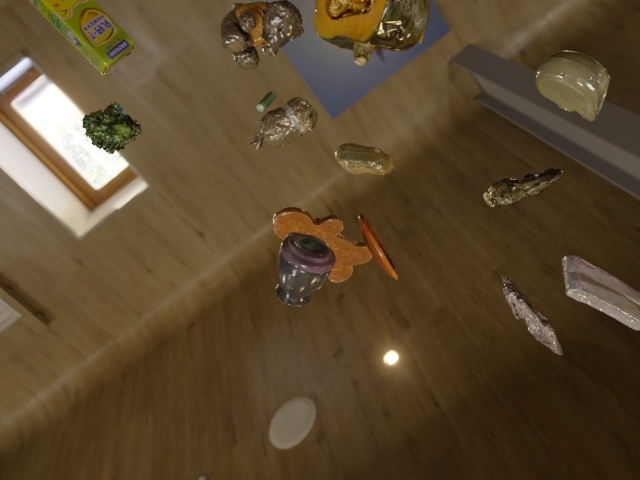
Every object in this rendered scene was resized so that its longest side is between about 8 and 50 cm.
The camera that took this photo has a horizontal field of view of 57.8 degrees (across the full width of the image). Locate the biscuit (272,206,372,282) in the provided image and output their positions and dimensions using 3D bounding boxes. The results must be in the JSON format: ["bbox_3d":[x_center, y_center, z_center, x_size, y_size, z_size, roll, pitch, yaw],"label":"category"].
[{"bbox_3d":[-0.001,-0.001,1.668,0.205,0.324,0.049,-42,-147,32],"label":"biscuit"}]

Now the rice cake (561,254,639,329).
[{"bbox_3d":[0.721,0.133,1.471,0.050,0.298,0.106,-36,-143,48],"label":"rice cake"}]

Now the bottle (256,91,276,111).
[{"bbox_3d":[-0.161,-0.411,1.720,0.030,0.030,0.083,-19,-153,37],"label":"bottle"}]

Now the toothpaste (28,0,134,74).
[{"bbox_3d":[-0.662,-0.610,1.557,0.110,0.327,0.077,-52,-163,-27],"label":"toothpaste"}]

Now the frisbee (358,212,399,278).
[{"bbox_3d":[0.139,0.018,1.466,0.035,0.192,0.192,-31,-155,8],"label":"frisbee"}]

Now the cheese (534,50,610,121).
[{"bbox_3d":[0.641,-0.408,1.487,0.091,0.175,0.202,-47,-123,-5],"label":"cheese"}]

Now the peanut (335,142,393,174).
[{"bbox_3d":[0.130,-0.242,1.748,0.194,0.083,0.093,19,-81,28],"label":"peanut"}]

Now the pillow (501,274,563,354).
[{"bbox_3d":[0.567,0.201,1.584,0.049,0.135,0.248,-30,-146,0],"label":"pillow"}]

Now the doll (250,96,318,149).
[{"bbox_3d":[-0.111,-0.324,1.634,0.221,0.105,0.115,-19,-135,20],"label":"doll"}]

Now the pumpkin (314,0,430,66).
[{"bbox_3d":[0.111,-0.518,1.348,0.139,0.221,0.317,-5,-163,-34],"label":"pumpkin"}]

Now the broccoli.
[{"bbox_3d":[-0.588,-0.323,1.664,0.160,0.167,0.154,-1,-121,33],"label":"broccoli"}]

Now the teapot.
[{"bbox_3d":[-0.053,0.060,1.214,0.116,0.148,0.146,-21,139,-50],"label":"teapot"}]

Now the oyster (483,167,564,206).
[{"bbox_3d":[0.705,-0.199,2.046,0.294,0.094,0.166,-27,-173,28],"label":"oyster"}]

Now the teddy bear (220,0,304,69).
[{"bbox_3d":[-0.135,-0.499,1.359,0.190,0.140,0.177,-6,173,12],"label":"teddy bear"}]
